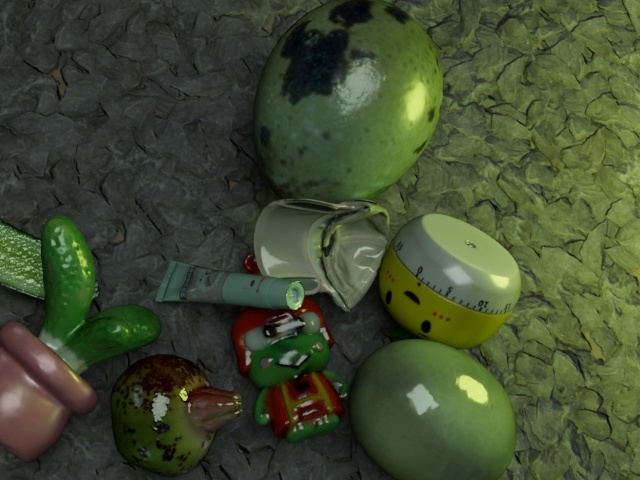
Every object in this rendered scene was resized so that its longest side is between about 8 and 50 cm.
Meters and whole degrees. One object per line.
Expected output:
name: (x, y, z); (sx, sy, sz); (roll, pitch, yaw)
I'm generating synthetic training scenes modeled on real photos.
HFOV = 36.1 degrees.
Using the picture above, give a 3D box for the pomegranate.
pomegranate: (-0.242, 0.295, 1.690); (0.248, 0.214, 0.214); (-13, 72, 29)

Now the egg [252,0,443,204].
egg: (0.044, -0.252, 1.861); (0.345, 0.345, 0.428); (31, 87, -1)

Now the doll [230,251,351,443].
doll: (-0.070, 0.188, 1.801); (0.183, 0.160, 0.363); (-17, 75, -9)

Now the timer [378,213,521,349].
timer: (0.221, 0.114, 1.860); (0.285, 0.285, 0.285); (3, 73, -10)

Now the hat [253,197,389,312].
hat: (0.000, 0.000, 1.785); (0.226, 0.164, 0.219); (18, 114, 8)

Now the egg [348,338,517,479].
egg: (0.201, 0.318, 1.750); (0.352, 0.258, 0.258); (42, 66, -33)

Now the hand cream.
hand cream: (-0.169, 0.087, 1.772); (0.058, 0.331, 0.085); (35, 66, -45)

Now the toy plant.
toy plant: (-0.462, 0.184, 1.675); (0.356, 0.211, 0.317); (-46, 127, -12)

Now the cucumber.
cucumber: (-0.523, 0.061, 1.799); (0.244, 0.063, 0.115); (27, 65, -2)
